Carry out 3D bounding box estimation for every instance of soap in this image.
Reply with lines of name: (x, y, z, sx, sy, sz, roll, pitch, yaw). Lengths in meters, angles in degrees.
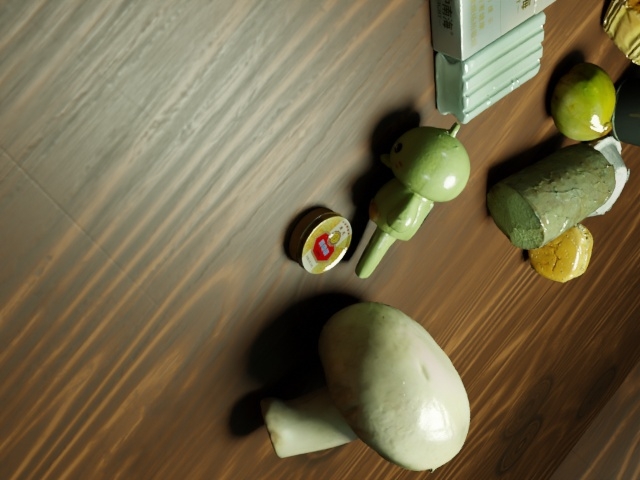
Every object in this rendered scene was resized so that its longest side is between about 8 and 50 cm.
soap: (0.282, -0.294, 1.123, 0.198, 0.066, 0.119, -35, 139, -22)

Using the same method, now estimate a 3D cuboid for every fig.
fig: (0.519, -0.275, 1.346, 0.136, 0.120, 0.153, -11, 100, -47)

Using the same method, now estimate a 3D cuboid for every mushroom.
mushroom: (0.091, 0.239, 1.171, 0.315, 0.356, 0.315, -165, -90, -89)

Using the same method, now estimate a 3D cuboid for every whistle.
whistle: (0.128, -0.075, 1.109, 0.294, 0.141, 0.141, -45, 144, 17)

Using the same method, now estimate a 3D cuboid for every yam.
yam: (0.471, -0.091, 1.395, 0.268, 0.161, 0.161, -28, 135, -30)

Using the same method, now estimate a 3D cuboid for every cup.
cup: (0.748, -0.310, 1.502, 0.169, 0.176, 0.223, -14, 110, -40)

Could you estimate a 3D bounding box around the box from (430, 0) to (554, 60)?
box: (0.273, -0.401, 1.035, 0.243, 0.067, 0.155, -36, 140, -21)

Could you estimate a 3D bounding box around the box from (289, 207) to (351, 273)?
box: (0.000, 0.000, 1.077, 0.105, 0.037, 0.106, -27, 134, -31)

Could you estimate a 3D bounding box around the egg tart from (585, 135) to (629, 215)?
egg tart: (0.652, -0.135, 1.602, 0.234, 0.094, 0.234, -29, 135, -33)

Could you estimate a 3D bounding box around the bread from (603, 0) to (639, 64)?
bread: (0.694, -0.456, 1.365, 0.288, 0.152, 0.119, -24, 161, -31)

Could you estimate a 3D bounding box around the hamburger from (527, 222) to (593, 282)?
hamburger: (0.554, 0.021, 1.579, 0.083, 0.138, 0.147, -5, 112, -41)
